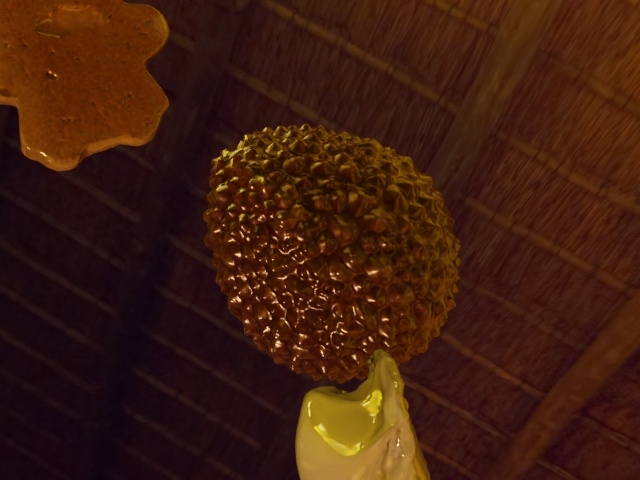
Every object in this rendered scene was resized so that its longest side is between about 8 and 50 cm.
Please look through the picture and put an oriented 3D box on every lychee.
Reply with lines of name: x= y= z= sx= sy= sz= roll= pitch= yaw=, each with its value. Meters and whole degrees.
lychee: x=0.000 y=0.000 z=0.931 sx=0.271 sy=0.271 sz=0.272 roll=0 pitch=-97 yaw=3

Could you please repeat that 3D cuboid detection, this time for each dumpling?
dumpling: x=0.030 y=0.149 z=0.687 sx=0.092 sy=0.177 sz=0.150 roll=-13 pitch=-141 yaw=9

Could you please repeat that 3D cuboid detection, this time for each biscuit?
biscuit: x=-0.209 y=-0.173 z=0.766 sx=0.165 sy=0.036 sz=0.226 roll=-23 pitch=-88 yaw=-18
